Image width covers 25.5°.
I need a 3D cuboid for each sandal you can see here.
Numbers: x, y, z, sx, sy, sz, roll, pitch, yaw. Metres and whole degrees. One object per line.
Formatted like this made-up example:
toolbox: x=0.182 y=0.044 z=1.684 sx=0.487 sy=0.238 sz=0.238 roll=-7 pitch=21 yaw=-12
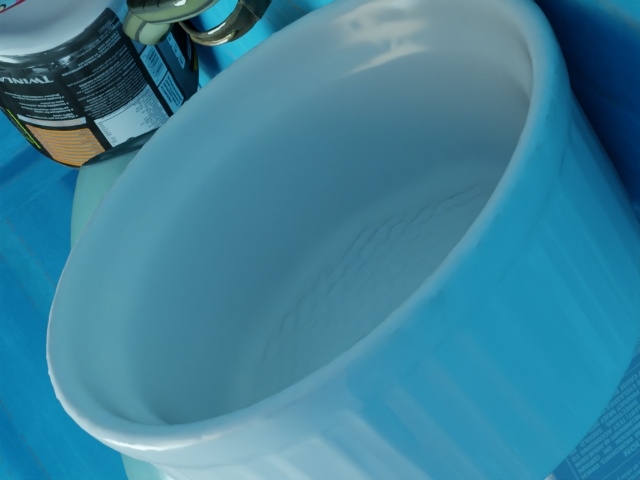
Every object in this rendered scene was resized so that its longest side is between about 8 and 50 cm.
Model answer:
sandal: x=-0.073 y=-0.185 z=0.962 sx=0.086 sy=0.120 sz=0.303 roll=26 pitch=179 yaw=-11

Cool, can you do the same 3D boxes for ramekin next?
ramekin: x=0.018 y=0.016 z=0.671 sx=0.135 sy=0.277 sz=0.277 roll=49 pitch=175 yaw=-32

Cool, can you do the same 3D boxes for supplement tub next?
supplement tub: x=-0.239 y=-0.197 z=1.392 sx=0.207 sy=0.207 sz=0.338 roll=50 pitch=174 yaw=18

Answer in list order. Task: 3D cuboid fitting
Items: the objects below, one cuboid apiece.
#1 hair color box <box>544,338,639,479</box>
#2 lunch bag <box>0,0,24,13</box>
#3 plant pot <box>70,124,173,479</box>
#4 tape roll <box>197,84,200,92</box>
hair color box: x=0.168 y=0.133 z=0.861 sx=0.374 sy=0.113 sz=0.185 roll=58 pitch=171 yaw=-31
lunch bag: x=-0.268 y=-0.232 z=1.010 sx=0.120 sy=0.293 sz=0.258 roll=50 pitch=153 yaw=14
plant pot: x=-0.052 y=0.015 z=1.067 sx=0.293 sy=0.293 sz=0.235 roll=-160 pitch=48 yaw=-76
tape roll: x=-0.283 y=-0.293 z=1.751 sx=0.392 sy=0.072 sz=0.392 roll=51 pitch=172 yaw=10
